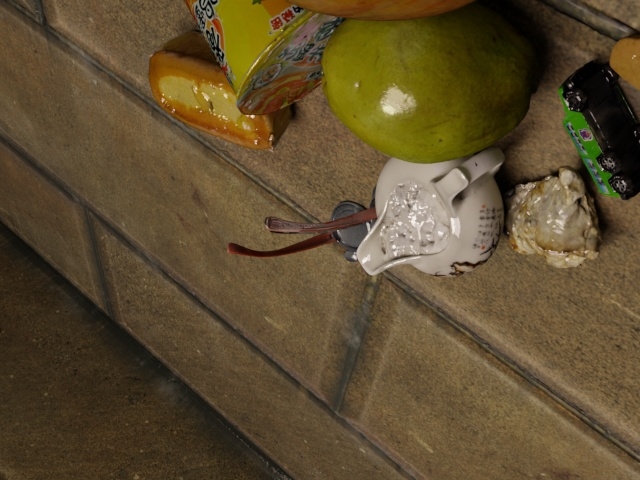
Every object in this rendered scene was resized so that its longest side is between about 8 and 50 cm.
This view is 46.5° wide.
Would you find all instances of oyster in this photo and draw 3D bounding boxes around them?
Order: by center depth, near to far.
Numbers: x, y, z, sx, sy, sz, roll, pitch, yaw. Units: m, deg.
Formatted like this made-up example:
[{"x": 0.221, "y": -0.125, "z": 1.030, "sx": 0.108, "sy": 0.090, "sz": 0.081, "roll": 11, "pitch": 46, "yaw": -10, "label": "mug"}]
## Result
[{"x": 0.310, "y": -0.027, "z": 1.019, "sx": 0.163, "sy": 0.081, "sz": 0.191, "roll": 30, "pitch": 141, "yaw": 35, "label": "oyster"}]

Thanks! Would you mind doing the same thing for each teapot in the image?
[{"x": 0.168, "y": -0.052, "z": 1.080, "sx": 0.208, "sy": 0.165, "sz": 0.300, "roll": 64, "pitch": 155, "yaw": 17, "label": "teapot"}]

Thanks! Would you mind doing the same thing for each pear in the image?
[{"x": 0.130, "y": -0.201, "z": 0.919, "sx": 0.269, "sy": 0.212, "sz": 0.212, "roll": 8, "pitch": 137, "yaw": 12, "label": "pear"}]

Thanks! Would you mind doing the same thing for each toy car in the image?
[{"x": 0.335, "y": -0.129, "z": 0.881, "sx": 0.165, "sy": 0.071, "sz": 0.062, "roll": 56, "pitch": 162, "yaw": -13, "label": "toy car"}]

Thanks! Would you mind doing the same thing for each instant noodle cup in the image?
[{"x": -0.057, "y": -0.325, "z": 0.993, "sx": 0.200, "sy": 0.264, "sz": 0.264, "roll": 55, "pitch": 150, "yaw": 6, "label": "instant noodle cup"}]

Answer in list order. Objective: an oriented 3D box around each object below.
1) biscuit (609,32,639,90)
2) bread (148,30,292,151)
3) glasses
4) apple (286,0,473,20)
[{"x": 0.421, "y": -0.149, "z": 0.779, "sx": 0.212, "sy": 0.041, "sz": 0.239, "roll": -2, "pitch": 122, "yaw": 50, "label": "biscuit"}, {"x": -0.177, "y": -0.266, "z": 1.320, "sx": 0.288, "sy": 0.119, "sz": 0.153, "roll": 26, "pitch": 146, "yaw": 32, "label": "bread"}, {"x": 0.000, "y": 0.000, "z": 1.260, "sx": 0.234, "sy": 0.268, "sz": 0.118, "roll": -22, "pitch": 88, "yaw": 59, "label": "glasses"}, {"x": 0.058, "y": -0.395, "z": 0.625, "sx": 0.333, "sy": 0.400, "sz": 0.400, "roll": -10, "pitch": 117, "yaw": 47, "label": "apple"}]
